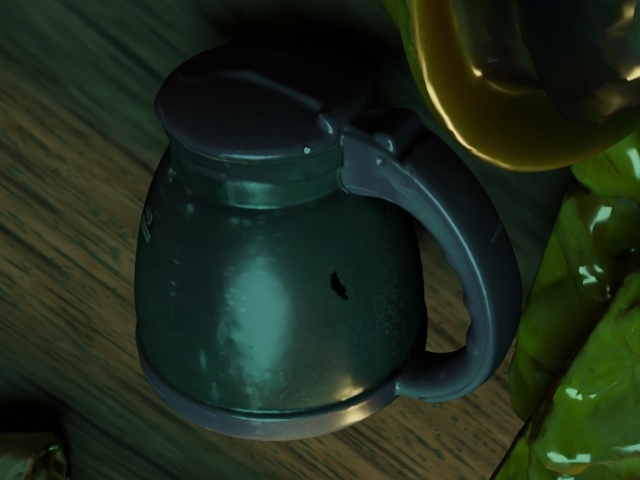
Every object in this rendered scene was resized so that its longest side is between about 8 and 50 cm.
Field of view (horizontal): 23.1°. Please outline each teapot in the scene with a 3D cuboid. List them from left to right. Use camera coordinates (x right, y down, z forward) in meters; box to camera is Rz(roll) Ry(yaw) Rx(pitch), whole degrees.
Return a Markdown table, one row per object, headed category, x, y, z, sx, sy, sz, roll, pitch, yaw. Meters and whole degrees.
| category | x | y | z | sx | sy | sz | roll | pitch | yaw |
| --- | --- | --- | --- | --- | --- | --- | --- | --- | --- |
| teapot | -0.009 | 0.003 | 0.583 | 0.148 | 0.116 | 0.146 | 44 | 148 | 44 |

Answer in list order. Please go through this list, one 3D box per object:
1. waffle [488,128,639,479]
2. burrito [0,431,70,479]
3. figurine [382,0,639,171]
| category | x | y | z | sx | sy | sz | roll | pitch | yaw |
| --- | --- | --- | --- | --- | --- | --- | --- | --- | --- |
| waffle | 0.197 | 0.070 | 0.570 | 0.261 | 0.151 | 0.324 | 16 | 138 | 9 |
| burrito | -0.255 | 0.172 | 0.903 | 0.299 | 0.105 | 0.143 | -4 | 134 | 27 |
| figurine | 0.101 | -0.065 | 0.361 | 0.167 | 0.257 | 0.192 | -26 | 152 | 5 |
